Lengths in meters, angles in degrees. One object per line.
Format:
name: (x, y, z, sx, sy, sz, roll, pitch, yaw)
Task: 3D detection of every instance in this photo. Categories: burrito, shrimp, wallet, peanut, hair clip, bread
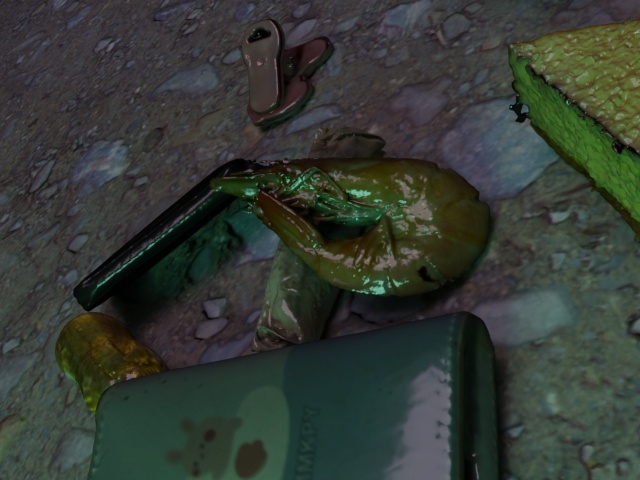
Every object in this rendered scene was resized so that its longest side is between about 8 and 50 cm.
burrito: (0.000, 0.000, 0.915, 0.082, 0.059, 0.275, 11, 56, 10)
shrimp: (0.020, -0.022, 0.860, 0.267, 0.061, 0.145, 15, 65, 11)
wallet: (-0.173, -0.013, 1.069, 0.250, 0.044, 0.149, -38, 5, 4)
peanut: (-0.213, 0.134, 0.960, 0.087, 0.087, 0.206, -49, 33, -11)
hair clip: (-0.048, -0.211, 1.223, 0.123, 0.102, 0.138, -17, 74, 32)
wallet: (-0.042, 0.191, 0.718, 0.360, 0.083, 0.252, -15, 49, 25)
bread: (0.259, -0.095, 0.730, 0.134, 0.129, 0.260, -32, 37, 0)
